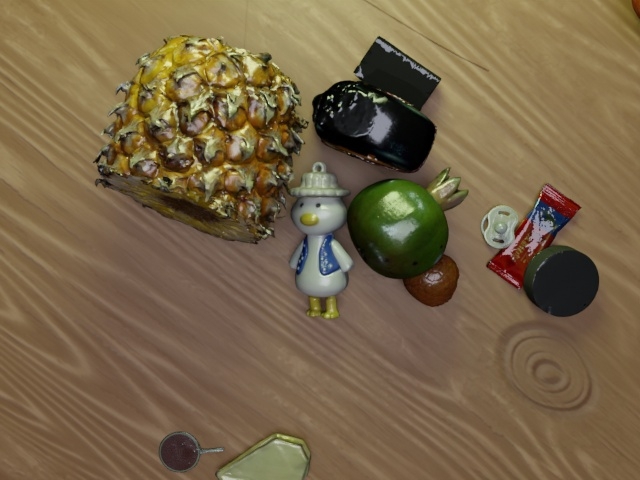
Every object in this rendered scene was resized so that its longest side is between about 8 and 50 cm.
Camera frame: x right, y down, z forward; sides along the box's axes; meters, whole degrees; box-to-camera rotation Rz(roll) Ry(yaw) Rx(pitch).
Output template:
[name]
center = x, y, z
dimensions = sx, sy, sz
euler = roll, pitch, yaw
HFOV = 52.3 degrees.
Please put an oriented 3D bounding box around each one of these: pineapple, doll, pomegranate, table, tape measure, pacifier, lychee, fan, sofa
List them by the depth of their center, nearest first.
[pineapple]
center = -0.181, -0.170, 1.103
dimensions = 0.353, 0.352, 0.300
euler = 23, 85, -2
[pomegranate]
center = 0.159, -0.039, 1.148
dimensions = 0.225, 0.187, 0.187
euler = -38, 94, -10
[tape measure]
center = 0.095, -0.206, 1.159
dimensions = 0.223, 0.202, 0.135
euler = 22, 98, -9
[doll]
center = 0.000, 0.000, 1.220
dimensions = 0.138, 0.119, 0.293
euler = 4, 97, 35
[sofa]
center = 0.144, -0.310, 1.229
dimensions = 0.147, 0.060, 0.085
euler = 33, 111, -2
[lychee]
center = 0.199, 0.060, 1.232
dimensions = 0.101, 0.114, 0.140
euler = -46, 112, -19
[pacifier]
center = 0.339, -0.027, 1.243
dimensions = 0.068, 0.064, 0.083
euler = 13, 95, 17
[table]
center = 0.462, 0.078, 1.251
dimensions = 0.134, 0.043, 0.133
euler = -1, 102, -5
[fan]
center = -0.260, 0.425, 1.314
dimensions = 0.134, 0.005, 0.085
euler = -4, 94, 1

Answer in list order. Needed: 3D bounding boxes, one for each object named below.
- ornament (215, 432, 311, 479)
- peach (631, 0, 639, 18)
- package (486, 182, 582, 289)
[ornament]
center = -0.120, 0.479, 1.296
dimensions = 0.180, 0.059, 0.201
euler = 13, 92, 0
[peach]
center = 0.661, -0.478, 1.152
dimensions = 0.233, 0.232, 0.232
euler = 0, 95, 0
[package]
center = 0.413, -0.007, 1.265
dimensions = 0.083, 0.022, 0.200
euler = 35, 96, -2
